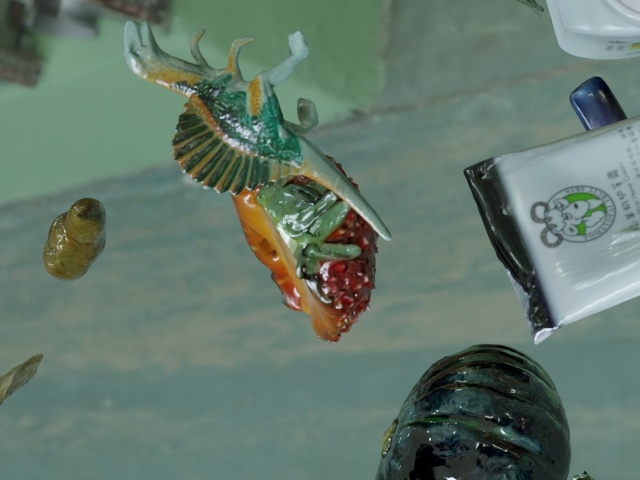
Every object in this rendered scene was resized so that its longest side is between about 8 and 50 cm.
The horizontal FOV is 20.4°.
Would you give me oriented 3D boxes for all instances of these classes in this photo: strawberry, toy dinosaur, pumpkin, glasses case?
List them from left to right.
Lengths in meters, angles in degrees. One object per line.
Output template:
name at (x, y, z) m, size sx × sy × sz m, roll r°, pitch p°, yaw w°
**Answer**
toy dinosaur at (-0.042, -0.064, 1.075) m, size 0.187 × 0.106 × 0.044 m, roll 65°, pitch 153°, yaw 2°
strawberry at (0.000, -0.001, 1.310) m, size 0.085 × 0.192 × 0.140 m, roll -36°, pitch 29°, yaw -12°
pumpkin at (0.107, 0.169, 1.289) m, size 0.150 × 0.194 × 0.194 m, roll 38°, pitch 112°, yaw 18°
glasses case at (0.231, -0.091, 1.416) m, size 0.083 × 0.033 × 0.023 m, roll 60°, pitch 160°, yaw 2°

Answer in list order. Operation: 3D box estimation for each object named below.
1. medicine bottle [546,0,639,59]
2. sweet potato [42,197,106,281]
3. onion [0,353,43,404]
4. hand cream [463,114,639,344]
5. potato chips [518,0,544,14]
medicine bottle at (0.278, -0.221, 1.520) m, size 0.161 × 0.296 × 0.111 m, roll -16°, pitch 88°, yaw 4°
sweet potato at (-0.259, -0.002, 1.880) m, size 0.274 × 0.067 × 0.067 m, roll 131°, pitch 143°, yaw -70°
onion at (-0.377, 0.090, 1.090) m, size 0.358 × 0.345 × 0.358 m, roll 13°, pitch -90°, yaw -87°
hand cream at (0.250, -0.048, 0.940) m, size 0.336 × 0.076 × 0.121 m, roll -19°, pitch 50°, yaw 5°
potato chips at (0.104, -0.242, 1.527) m, size 0.220 × 0.202 × 0.029 m, roll -130°, pitch 56°, yaw -63°
